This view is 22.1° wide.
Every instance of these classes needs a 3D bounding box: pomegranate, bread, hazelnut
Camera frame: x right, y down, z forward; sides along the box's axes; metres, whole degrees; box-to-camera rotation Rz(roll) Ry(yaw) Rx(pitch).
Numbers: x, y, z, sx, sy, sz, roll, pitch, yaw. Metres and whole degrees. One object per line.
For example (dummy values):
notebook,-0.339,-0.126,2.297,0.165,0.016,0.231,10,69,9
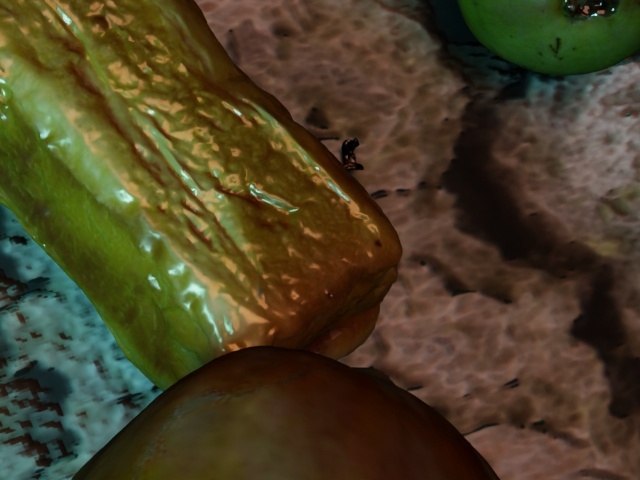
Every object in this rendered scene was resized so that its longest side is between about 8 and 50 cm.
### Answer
pomegranate,0.182,-0.215,1.243,0.179,0.210,0.179,0,99,3
bread,-0.107,-0.048,1.060,0.195,0.149,0.344,-35,82,-33
hazelnut,-0.025,0.244,0.883,0.365,0.366,0.366,7,68,-19

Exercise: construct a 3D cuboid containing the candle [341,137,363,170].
candle,0.001,0.001,1.156,0.026,0.021,0.167,15,64,14
